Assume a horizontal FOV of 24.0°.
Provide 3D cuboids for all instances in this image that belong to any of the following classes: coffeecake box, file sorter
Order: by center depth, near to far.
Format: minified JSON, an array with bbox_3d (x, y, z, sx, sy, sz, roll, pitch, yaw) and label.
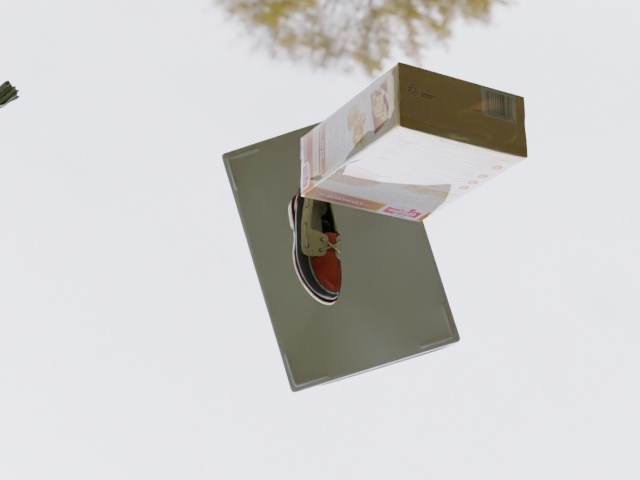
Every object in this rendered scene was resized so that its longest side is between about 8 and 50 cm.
[{"bbox_3d":[0.086,-0.089,1.444,0.142,0.185,0.068,11,-114,-27],"label":"coffeecake box"},{"bbox_3d":[0.030,0.015,1.728,0.193,0.277,0.173,-18,172,5],"label":"file sorter"}]

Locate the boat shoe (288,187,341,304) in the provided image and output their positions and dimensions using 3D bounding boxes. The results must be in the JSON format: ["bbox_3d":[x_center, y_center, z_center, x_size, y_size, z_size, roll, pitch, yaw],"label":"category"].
[{"bbox_3d":[0.000,0.000,1.516,0.049,0.043,0.137,17,-133,-36],"label":"boat shoe"}]

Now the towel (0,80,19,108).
[{"bbox_3d":[-0.402,-0.125,1.585,0.152,0.023,0.113,-11,-161,39],"label":"towel"}]
